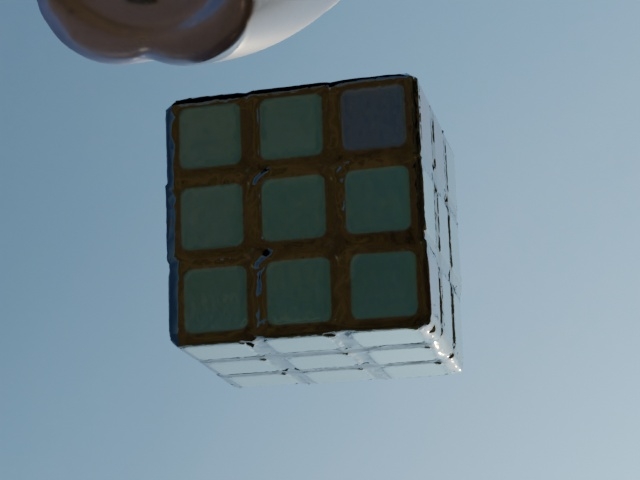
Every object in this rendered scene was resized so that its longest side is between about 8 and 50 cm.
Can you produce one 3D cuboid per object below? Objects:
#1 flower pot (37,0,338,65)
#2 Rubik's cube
[{"bbox_3d":[-0.085,-0.235,1.116,0.243,0.265,0.265,-68,-34,-66],"label":"flower pot"},{"bbox_3d":[0.000,0.000,1.059,0.163,0.160,0.162,51,-145,-70],"label":"Rubik's cube"}]
